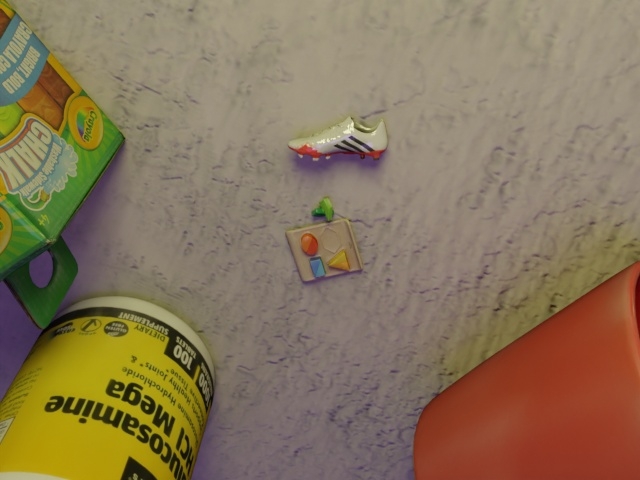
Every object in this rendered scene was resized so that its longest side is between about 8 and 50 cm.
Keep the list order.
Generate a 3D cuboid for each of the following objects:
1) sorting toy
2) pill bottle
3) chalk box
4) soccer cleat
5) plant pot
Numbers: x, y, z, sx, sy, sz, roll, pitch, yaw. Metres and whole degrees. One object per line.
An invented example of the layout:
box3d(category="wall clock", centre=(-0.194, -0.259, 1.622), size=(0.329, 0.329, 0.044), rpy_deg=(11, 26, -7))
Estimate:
box3d(category="sorting toy", centre=(0.000, 0.000, 0.741), size=(0.062, 0.012, 0.083), rpy_deg=(-10, 122, 13))
box3d(category="pill bottle", centre=(-0.211, 0.215, 0.710), size=(0.188, 0.334, 0.188), rpy_deg=(3, 123, 4))
box3d(category="chalk box", centre=(-0.288, -0.060, 0.635), size=(0.179, 0.180, 0.289), rpy_deg=(-29, 117, 22))
box3d(category="soccer cleat", centre=(0.015, -0.086, 0.677), size=(0.083, 0.029, 0.035), rpy_deg=(2, 114, 1))
box3d(category="plant pot", centre=(0.232, 0.186, 0.706), size=(0.275, 0.275, 0.243), rpy_deg=(43, 128, -20))
